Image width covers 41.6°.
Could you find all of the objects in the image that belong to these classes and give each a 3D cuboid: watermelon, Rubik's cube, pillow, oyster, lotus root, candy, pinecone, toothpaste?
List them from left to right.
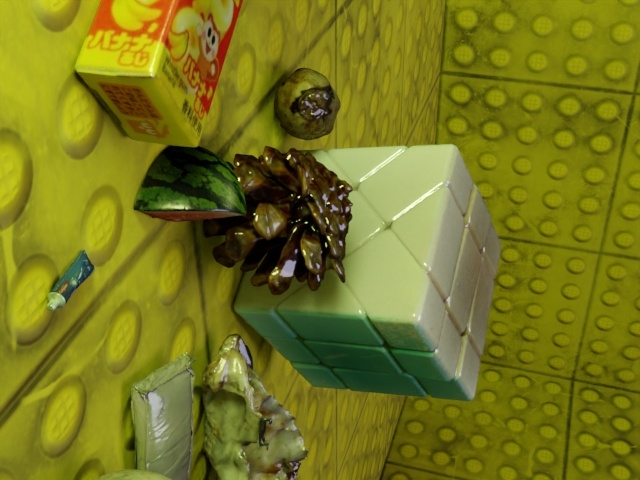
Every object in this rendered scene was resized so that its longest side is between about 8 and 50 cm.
[{"bbox_3d":[-0.243,0.041,0.823,0.083,0.019,0.027,-68,144,-52],"label":"toothpaste"},{"bbox_3d":[-0.197,0.250,1.058,0.119,0.053,0.208,-36,134,-64],"label":"pillow"},{"bbox_3d":[-0.168,-0.052,0.992,0.135,0.125,0.094,-22,159,-41],"label":"watermelon"},{"bbox_3d":[-0.147,-0.250,0.871,0.146,0.088,0.276,64,37,-64],"label":"candy"},{"bbox_3d":[-0.113,0.301,1.262,0.198,0.133,0.337,-61,153,-48],"label":"oyster"},{"bbox_3d":[-0.055,-0.027,1.140,0.229,0.201,0.202,36,60,-77],"label":"pinecone"},{"bbox_3d":[-0.020,-0.217,1.371,0.258,0.097,0.110,-12,118,-83],"label":"lotus root"},{"bbox_3d":[0.096,0.056,1.407,0.316,0.322,0.318,54,45,-50],"label":"Rubik's cube"}]

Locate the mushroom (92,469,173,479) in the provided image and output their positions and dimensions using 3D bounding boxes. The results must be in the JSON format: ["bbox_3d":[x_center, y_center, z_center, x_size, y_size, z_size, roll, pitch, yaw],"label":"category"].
[{"bbox_3d":[-0.197,0.344,0.846,0.253,0.195,0.189,-71,159,-44],"label":"mushroom"}]
